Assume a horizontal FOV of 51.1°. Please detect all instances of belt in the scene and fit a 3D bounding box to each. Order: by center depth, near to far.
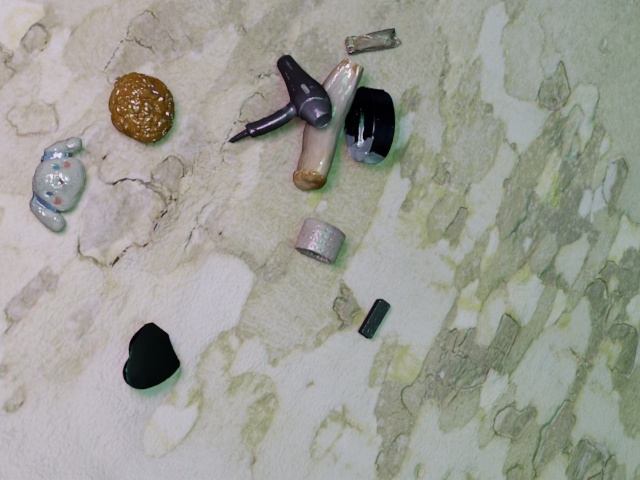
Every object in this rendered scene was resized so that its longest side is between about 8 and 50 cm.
[{"bbox_3d":[0.122,-0.292,1.721,0.078,0.151,0.198,3,79,-29],"label":"belt"}]

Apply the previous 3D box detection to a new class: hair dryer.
[{"bbox_3d":[-0.122,-0.326,1.641,0.272,0.091,0.235,-29,61,-3],"label":"hair dryer"}]

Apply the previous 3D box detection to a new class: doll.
[{"bbox_3d":[-0.573,-0.126,1.465,0.104,0.071,0.213,15,89,-14],"label":"doll"}]

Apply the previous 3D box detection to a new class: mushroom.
[{"bbox_3d":[0.020,-0.292,1.692,0.095,0.123,0.351,21,86,-32],"label":"mushroom"}]

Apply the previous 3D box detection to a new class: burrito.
[{"bbox_3d":[0.141,-0.534,1.799,0.171,0.042,0.051,-18,91,-20],"label":"burrito"}]

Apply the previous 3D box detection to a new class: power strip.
[{"bbox_3d":[0.141,0.206,1.771,0.038,0.029,0.111,38,72,-16],"label":"power strip"}]

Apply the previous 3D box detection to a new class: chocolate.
[{"bbox_3d":[-0.388,0.263,1.522,0.125,0.080,0.148,15,75,-33],"label":"chocolate"}]

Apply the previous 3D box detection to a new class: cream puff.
[{"bbox_3d":[-0.404,-0.303,1.518,0.150,0.115,0.165,-42,102,-23],"label":"cream puff"}]

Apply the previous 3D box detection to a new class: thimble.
[{"bbox_3d":[0.000,0.000,1.683,0.115,0.102,0.090,33,73,-48],"label":"thimble"}]
